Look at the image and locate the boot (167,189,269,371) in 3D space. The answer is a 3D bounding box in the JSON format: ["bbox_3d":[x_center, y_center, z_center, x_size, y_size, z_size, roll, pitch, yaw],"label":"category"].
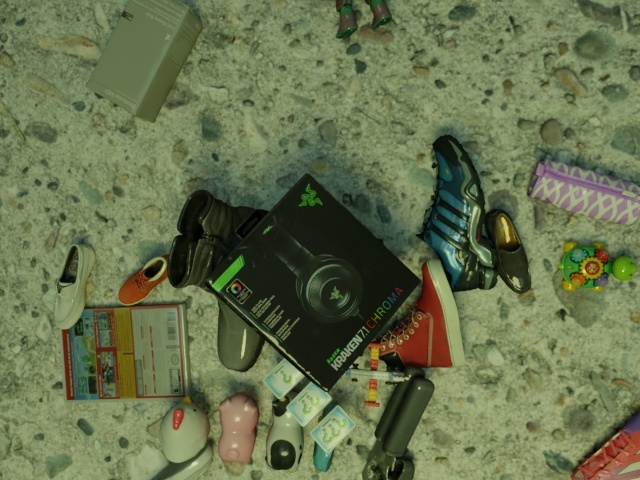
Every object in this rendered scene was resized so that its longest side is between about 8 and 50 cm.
[{"bbox_3d":[-0.199,0.085,1.040,0.118,0.223,0.338,3,86,32],"label":"boot"}]

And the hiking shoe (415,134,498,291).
[{"bbox_3d":[0.239,-0.045,1.036,0.132,0.113,0.304,-13,89,8],"label":"hiking shoe"}]

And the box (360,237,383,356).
[{"bbox_3d":[0.013,0.095,1.073,0.183,0.056,0.231,10,100,1],"label":"box"}]

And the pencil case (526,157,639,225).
[{"bbox_3d":[0.487,-0.089,1.012,0.206,0.088,0.086,16,91,9],"label":"pencil case"}]

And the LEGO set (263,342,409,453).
[{"bbox_3d":[0.037,0.240,1.010,0.244,0.060,0.182,-44,77,-1],"label":"LEGO set"}]

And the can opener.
[{"bbox_3d":[0.158,0.376,1.062,0.095,0.076,0.283,14,107,-24],"label":"can opener"}]

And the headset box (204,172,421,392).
[{"bbox_3d":[-0.024,0.063,0.937,0.283,0.131,0.246,44,76,-3],"label":"headset box"}]

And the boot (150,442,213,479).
[{"bbox_3d":[-0.292,0.535,1.145,0.258,0.095,0.123,-39,95,12],"label":"boot"}]

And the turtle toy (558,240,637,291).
[{"bbox_3d":[0.508,0.049,1.020,0.130,0.066,0.095,1,91,9],"label":"turtle toy"}]

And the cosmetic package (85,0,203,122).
[{"bbox_3d":[-0.357,-0.377,1.130,0.127,0.107,0.238,27,91,5],"label":"cosmetic package"}]

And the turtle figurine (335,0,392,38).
[{"bbox_3d":[0.048,-0.521,1.065,0.175,0.118,0.234,-19,93,8],"label":"turtle figurine"}]

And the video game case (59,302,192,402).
[{"bbox_3d":[-0.419,0.242,1.183,0.285,0.025,0.204,-4,90,8],"label":"video game case"}]

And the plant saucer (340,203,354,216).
[{"bbox_3d":[0.000,0.000,1.116,0.168,0.029,0.168,0,90,9],"label":"plant saucer"}]

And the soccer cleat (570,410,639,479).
[{"bbox_3d":[0.529,0.426,1.005,0.116,0.108,0.318,25,97,12],"label":"soccer cleat"}]

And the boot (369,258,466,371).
[{"bbox_3d":[0.167,0.150,1.025,0.176,0.088,0.244,-9,121,11],"label":"boot"}]

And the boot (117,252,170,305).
[{"bbox_3d":[-0.365,0.080,1.141,0.158,0.084,0.059,-38,87,5],"label":"boot"}]

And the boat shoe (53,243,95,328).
[{"bbox_3d":[-0.528,0.095,1.166,0.066,0.063,0.184,18,83,13],"label":"boat shoe"}]

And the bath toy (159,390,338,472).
[{"bbox_3d":[-0.141,0.359,1.076,0.348,0.129,0.151,3,47,-1],"label":"bath toy"}]

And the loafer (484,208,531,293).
[{"bbox_3d":[0.356,0.022,1.046,0.062,0.061,0.170,-23,88,7],"label":"loafer"}]
